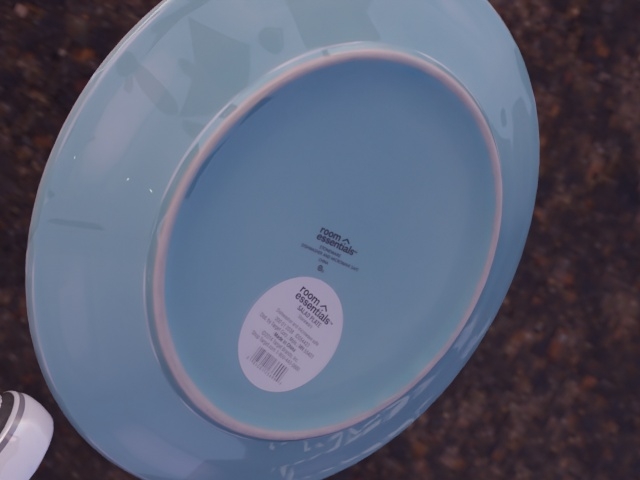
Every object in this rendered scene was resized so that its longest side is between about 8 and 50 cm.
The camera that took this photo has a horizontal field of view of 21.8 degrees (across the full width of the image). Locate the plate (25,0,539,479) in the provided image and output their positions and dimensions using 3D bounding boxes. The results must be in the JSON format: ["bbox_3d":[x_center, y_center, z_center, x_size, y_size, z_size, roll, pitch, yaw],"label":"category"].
[{"bbox_3d":[0.000,0.000,0.513,0.188,0.024,0.188,-15,119,-30],"label":"plate"}]

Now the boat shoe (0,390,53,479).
[{"bbox_3d":[-0.226,0.120,0.718,0.228,0.080,0.076,-30,117,12],"label":"boat shoe"}]
